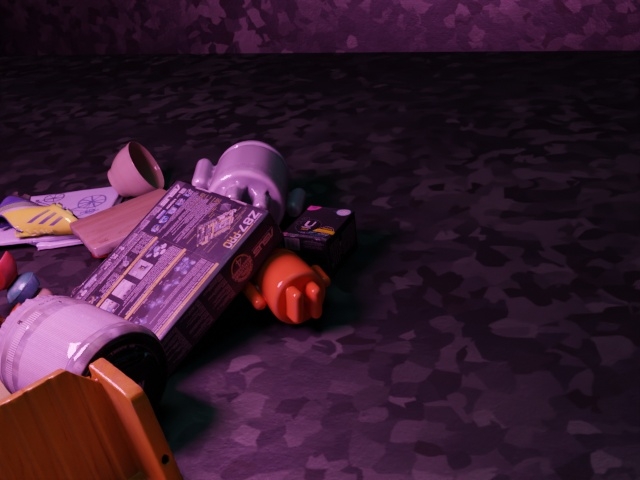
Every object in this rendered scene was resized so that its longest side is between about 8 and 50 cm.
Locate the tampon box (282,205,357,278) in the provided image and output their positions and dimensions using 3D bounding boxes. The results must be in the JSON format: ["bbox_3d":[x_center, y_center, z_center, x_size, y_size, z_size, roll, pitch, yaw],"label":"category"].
[{"bbox_3d":[0.000,0.000,1.906,0.120,0.101,0.161,8,31,25],"label":"tampon box"}]

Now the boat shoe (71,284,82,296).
[{"bbox_3d":[-0.481,0.100,1.879,0.206,0.065,0.075,-7,28,2],"label":"boat shoe"}]

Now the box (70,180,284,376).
[{"bbox_3d":[-0.316,0.064,1.734,0.318,0.097,0.395,17,59,40],"label":"box"}]

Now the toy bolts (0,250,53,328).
[{"bbox_3d":[-0.698,0.166,1.794,0.218,0.158,0.228,-39,24,33],"label":"toy bolts"}]

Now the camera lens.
[{"bbox_3d":[-0.432,0.229,1.468,0.274,0.219,0.219,15,36,36],"label":"camera lens"}]

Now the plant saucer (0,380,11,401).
[{"bbox_3d":[-0.664,0.297,1.582,0.188,0.045,0.188,16,37,37],"label":"plant saucer"}]

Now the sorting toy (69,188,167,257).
[{"bbox_3d":[-0.459,-0.021,2.007,0.257,0.089,0.255,-24,25,-22],"label":"sorting toy"}]

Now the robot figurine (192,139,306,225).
[{"bbox_3d":[-0.182,-0.134,2.095,0.299,0.200,0.353,19,27,-9],"label":"robot figurine"}]

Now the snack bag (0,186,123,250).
[{"bbox_3d":[-0.747,-0.059,2.270,0.342,0.037,0.323,-6,28,2],"label":"snack bag"}]

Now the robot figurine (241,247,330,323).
[{"bbox_3d":[-0.073,0.094,1.724,0.158,0.128,0.219,-46,36,-3],"label":"robot figurine"}]

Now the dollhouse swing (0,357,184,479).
[{"bbox_3d":[-0.334,0.380,1.119,0.346,0.315,0.305,-29,17,-35],"label":"dollhouse swing"}]

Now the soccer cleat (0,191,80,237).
[{"bbox_3d":[-0.742,-0.045,2.137,0.289,0.093,0.121,14,64,27],"label":"soccer cleat"}]

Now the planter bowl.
[{"bbox_3d":[-0.549,-0.192,2.364,0.109,0.162,0.162,-31,25,15],"label":"planter bowl"}]
